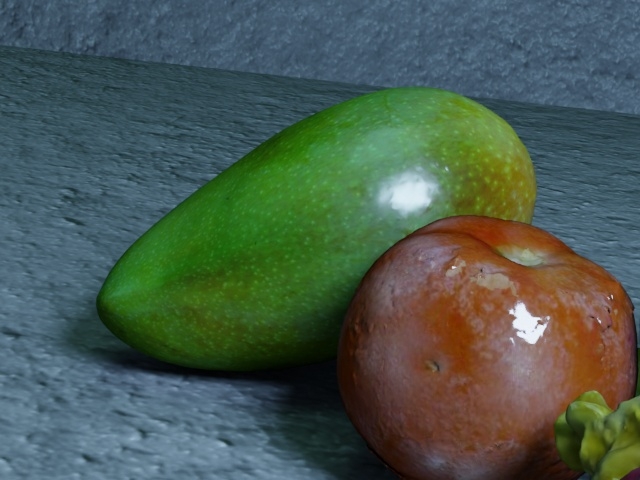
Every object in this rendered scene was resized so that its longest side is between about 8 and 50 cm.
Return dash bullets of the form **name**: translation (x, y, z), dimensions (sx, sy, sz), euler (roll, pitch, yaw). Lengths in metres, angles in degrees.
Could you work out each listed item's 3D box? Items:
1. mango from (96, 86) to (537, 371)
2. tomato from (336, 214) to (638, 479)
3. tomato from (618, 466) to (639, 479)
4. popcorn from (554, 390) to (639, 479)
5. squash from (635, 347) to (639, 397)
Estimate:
- **mango**: translation (0.000, 0.000, 1.049), dimensions (0.382, 0.201, 0.225), euler (-20, 2, -5)
- **tomato**: translation (0.114, 0.087, 0.883), dimensions (0.208, 0.184, 0.208), euler (14, 21, -6)
- **tomato**: translation (0.234, 0.184, 0.425), dimensions (0.335, 0.290, 0.176), euler (5, 11, 29)
- **popcorn**: translation (0.208, 0.158, 0.684), dimensions (0.187, 0.185, 0.167), euler (-10, -24, 13)
- **squash**: translation (0.346, 0.117, 1.063), dimensions (0.200, 0.075, 0.090), euler (-10, -9, 21)
